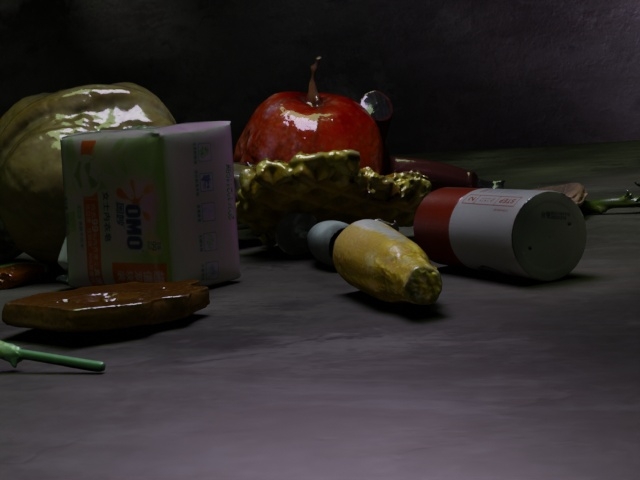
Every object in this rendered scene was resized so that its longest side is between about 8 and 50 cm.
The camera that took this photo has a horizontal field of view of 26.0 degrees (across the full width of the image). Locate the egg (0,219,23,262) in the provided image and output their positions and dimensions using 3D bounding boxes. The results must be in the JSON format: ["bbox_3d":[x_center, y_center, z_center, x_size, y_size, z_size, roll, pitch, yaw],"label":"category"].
[{"bbox_3d":[-0.496,-0.034,2.076,0.182,0.141,0.141,7,13,37],"label":"egg"}]

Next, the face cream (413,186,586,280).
[{"bbox_3d":[0.196,-0.011,1.551,0.096,0.096,0.214,-8,7,-25],"label":"face cream"}]

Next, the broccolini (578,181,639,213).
[{"bbox_3d":[0.478,-0.068,2.051,0.271,0.062,0.123,-4,-4,34],"label":"broccolini"}]

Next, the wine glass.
[{"bbox_3d":[0.000,0.000,1.766,0.066,0.066,0.198,-7,8,-18],"label":"wine glass"}]

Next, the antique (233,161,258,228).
[{"bbox_3d":[-0.177,-0.064,2.085,0.284,0.150,0.125,3,9,37],"label":"antique"}]

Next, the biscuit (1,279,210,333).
[{"bbox_3d":[-0.206,0.070,1.435,0.182,0.034,0.215,3,8,44],"label":"biscuit"}]

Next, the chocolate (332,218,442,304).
[{"bbox_3d":[0.072,0.031,1.414,0.085,0.085,0.219,-6,10,-11],"label":"chocolate"}]

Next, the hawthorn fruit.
[{"bbox_3d":[-0.015,-0.154,2.159,0.242,0.271,0.242,7,29,-4],"label":"hawthorn fruit"}]

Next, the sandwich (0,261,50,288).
[{"bbox_3d":[-0.412,0.048,1.819,0.069,0.026,0.101,5,15,38],"label":"sandwich"}]

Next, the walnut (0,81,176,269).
[{"bbox_3d":[-0.316,-0.089,1.912,0.277,0.282,0.253,-1,-35,-14],"label":"walnut"}]

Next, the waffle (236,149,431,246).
[{"bbox_3d":[0.013,-0.057,1.888,0.291,0.051,0.291,-2,-22,-1],"label":"waffle"}]

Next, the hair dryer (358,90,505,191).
[{"bbox_3d":[0.175,-0.138,2.387,0.340,0.123,0.312,8,-25,-12],"label":"hair dryer"}]

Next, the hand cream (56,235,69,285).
[{"bbox_3d":[-0.286,-0.035,1.749,0.067,0.194,0.042,24,-15,-19],"label":"hand cream"}]

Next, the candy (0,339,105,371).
[{"bbox_3d":[-0.272,0.098,1.231,0.194,0.062,0.058,8,-33,27],"label":"candy"}]

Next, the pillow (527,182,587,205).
[{"bbox_3d":[0.286,-0.052,2.044,0.211,0.034,0.135,-8,10,19],"label":"pillow"}]

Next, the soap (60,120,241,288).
[{"bbox_3d":[-0.204,-0.040,1.669,0.182,0.199,0.138,1,6,38],"label":"soap"}]
